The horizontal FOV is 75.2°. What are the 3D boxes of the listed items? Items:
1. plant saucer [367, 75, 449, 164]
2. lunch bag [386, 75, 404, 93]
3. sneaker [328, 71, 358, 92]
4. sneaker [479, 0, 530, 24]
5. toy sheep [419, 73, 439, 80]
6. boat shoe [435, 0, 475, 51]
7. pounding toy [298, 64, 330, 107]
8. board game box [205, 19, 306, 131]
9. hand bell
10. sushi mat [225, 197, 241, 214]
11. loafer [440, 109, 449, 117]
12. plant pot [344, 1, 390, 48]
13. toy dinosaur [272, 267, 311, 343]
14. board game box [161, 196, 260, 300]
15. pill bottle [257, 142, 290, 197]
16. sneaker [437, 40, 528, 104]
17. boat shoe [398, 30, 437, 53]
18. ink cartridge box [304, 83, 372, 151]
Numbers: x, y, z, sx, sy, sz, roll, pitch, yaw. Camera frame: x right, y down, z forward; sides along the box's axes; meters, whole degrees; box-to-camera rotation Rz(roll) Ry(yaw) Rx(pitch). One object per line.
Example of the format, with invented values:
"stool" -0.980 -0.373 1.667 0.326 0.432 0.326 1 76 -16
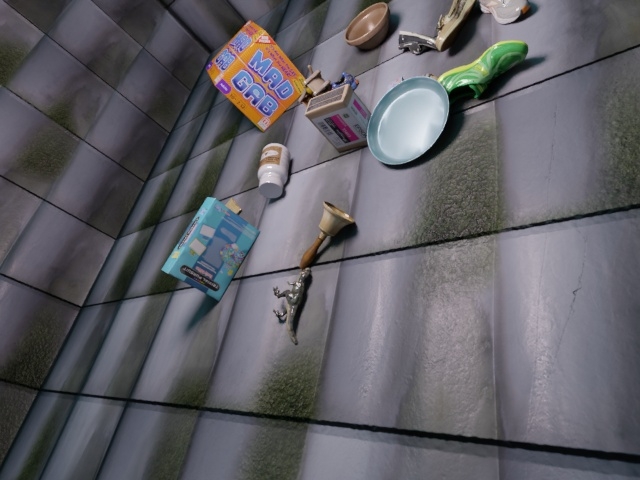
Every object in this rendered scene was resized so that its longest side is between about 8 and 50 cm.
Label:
"plant saucer" 0.301 -0.407 1.435 0.317 0.043 0.318 -15 66 38
"lunch bag" 0.299 -0.589 1.629 0.071 0.053 0.084 -13 61 39
"sneaker" 0.066 -0.674 1.890 0.221 0.087 0.083 -46 38 5
"sneaker" 0.630 -0.860 1.470 0.099 0.121 0.263 -40 40 13
"toy sheep" 0.374 -0.553 1.504 0.132 0.091 0.091 -17 49 41
"boat shoe" 0.496 -0.830 1.572 0.089 0.105 0.285 30 70 10
"pounding toy" -0.053 -0.715 1.941 0.154 0.155 0.269 -45 3 7
"board game box" -0.344 -0.883 2.234 0.356 0.356 0.356 -43 40 9
"hand bell" 0.000 0.000 1.432 0.242 0.126 0.126 -57 37 12
"sushi mat" -0.507 -0.062 2.008 0.316 0.019 0.151 -48 40 4
"loafer" 0.379 -0.426 1.431 0.125 0.039 0.045 -3 59 42
"plant pot" 0.238 -0.987 1.957 0.237 0.109 0.238 -26 45 29
"toy dinosaur" -0.104 0.205 1.382 0.118 0.064 0.269 -7 58 32
"board game box" -0.432 0.036 1.672 0.079 0.253 0.336 14 70 49
"pill bottle" -0.206 -0.304 1.824 0.131 0.131 0.230 -22 47 31
"sneaker" 0.523 -0.527 1.341 0.295 0.109 0.124 -22 61 35
"boat shoe" 0.405 -0.798 1.692 0.233 0.083 0.079 41 129 44
"ink cartridge box" 0.087 -0.456 1.581 0.193 0.234 0.088 -5 57 43
